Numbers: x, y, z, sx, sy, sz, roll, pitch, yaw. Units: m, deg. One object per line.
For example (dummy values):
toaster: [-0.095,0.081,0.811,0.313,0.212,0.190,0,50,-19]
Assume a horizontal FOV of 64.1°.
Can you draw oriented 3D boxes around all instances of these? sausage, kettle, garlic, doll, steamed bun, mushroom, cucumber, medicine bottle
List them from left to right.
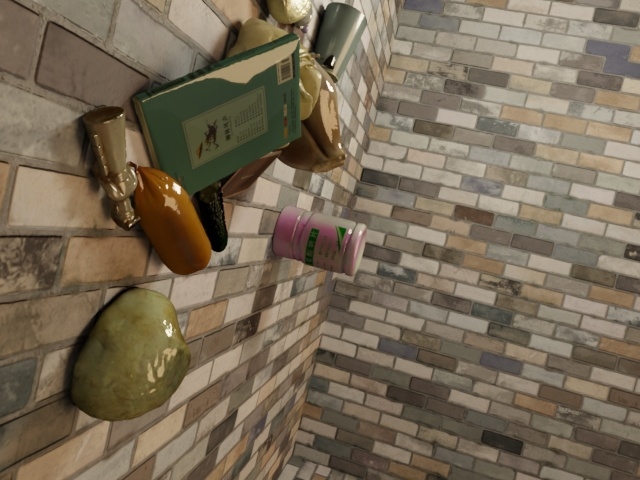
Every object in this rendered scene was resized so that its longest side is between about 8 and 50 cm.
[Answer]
mushroom: [-0.345,0.216,1.006,0.267,0.164,0.190,-52,154,-63]
sausage: [-0.305,-0.040,1.036,0.328,0.112,0.112,82,25,-55]
cucumber: [-0.270,-0.043,1.297,0.245,0.067,0.067,93,17,-48]
steamed bun: [-0.117,-0.365,1.280,0.276,0.203,0.289,58,48,-74]
steamed bun: [-0.091,-0.632,1.347,0.130,0.090,0.112,-46,141,-38]
garlic: [-0.061,-0.377,1.494,0.246,0.231,0.340,-103,180,-54]
doll: [-0.060,-0.674,1.508,0.227,0.075,0.102,-73,158,-78]
medicine bottle: [0.000,0.000,1.972,0.212,0.325,0.212,16,90,-79]
kettle: [0.044,-0.699,1.858,0.243,0.160,0.210,-68,-164,-2]

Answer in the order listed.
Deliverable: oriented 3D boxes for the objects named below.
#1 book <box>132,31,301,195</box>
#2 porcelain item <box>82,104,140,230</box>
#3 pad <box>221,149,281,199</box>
book: [-0.189,-0.253,1.075,0.379,0.031,0.264,-33,145,-28]
porcelain item: [-0.347,-0.114,0.865,0.084,0.054,0.213,-57,158,-50]
pad: [-0.198,-0.173,1.383,0.176,0.002,0.266,-43,180,21]
